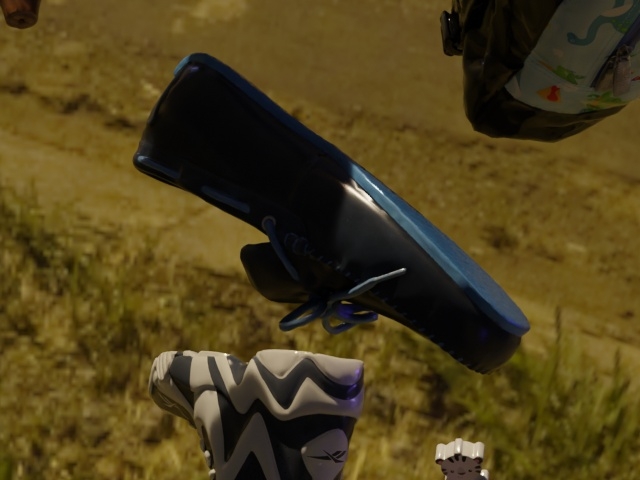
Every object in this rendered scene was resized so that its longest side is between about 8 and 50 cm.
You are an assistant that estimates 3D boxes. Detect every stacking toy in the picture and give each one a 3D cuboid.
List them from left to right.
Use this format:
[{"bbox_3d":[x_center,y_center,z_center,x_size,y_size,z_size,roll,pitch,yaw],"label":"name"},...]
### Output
[{"bbox_3d":[0.029,0.240,1.153,0.221,0.052,0.167,-5,38,14],"label":"stacking toy"}]

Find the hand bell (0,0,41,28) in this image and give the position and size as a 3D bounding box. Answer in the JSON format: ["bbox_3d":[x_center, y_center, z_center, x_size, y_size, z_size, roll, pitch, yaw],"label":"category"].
[{"bbox_3d":[-0.198,-0.240,0.922,0.126,0.126,0.242,-2,67,-15],"label":"hand bell"}]

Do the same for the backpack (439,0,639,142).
[{"bbox_3d":[0.226,-0.257,0.982,0.273,0.355,0.290,5,66,2],"label":"backpack"}]

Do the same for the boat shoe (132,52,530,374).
[{"bbox_3d":[0.000,0.000,0.769,0.258,0.089,0.109,40,4,38],"label":"boat shoe"}]

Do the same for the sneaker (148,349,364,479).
[{"bbox_3d":[-0.058,0.161,1.063,0.094,0.153,0.235,15,-14,-41],"label":"sneaker"}]
